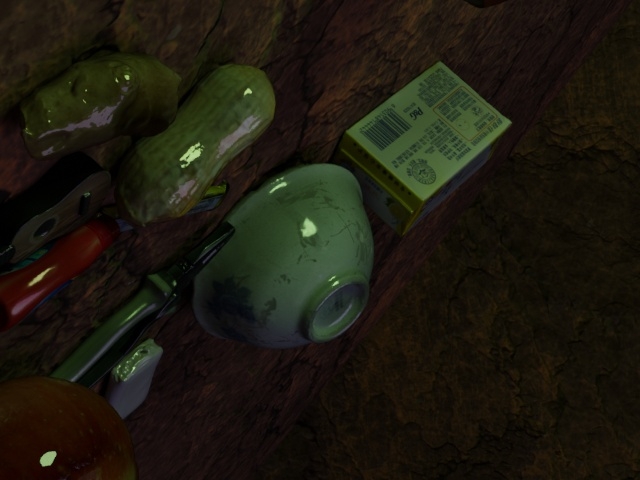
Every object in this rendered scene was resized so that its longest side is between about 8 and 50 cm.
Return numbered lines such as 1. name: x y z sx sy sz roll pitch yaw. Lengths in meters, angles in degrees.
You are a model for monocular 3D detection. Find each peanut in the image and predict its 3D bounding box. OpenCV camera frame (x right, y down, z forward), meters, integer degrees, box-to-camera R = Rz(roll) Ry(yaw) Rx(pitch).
1. peanut: -0.126 -0.096 1.160 0.207 0.087 0.087 -48 168 -12

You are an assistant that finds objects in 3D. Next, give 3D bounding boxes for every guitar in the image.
1. guitar: -0.292 0.015 1.021 0.271 0.038 0.084 -43 166 -35

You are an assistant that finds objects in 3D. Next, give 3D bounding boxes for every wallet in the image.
1. wallet: -0.279 0.211 1.689 0.095 0.033 0.190 -41 166 -39

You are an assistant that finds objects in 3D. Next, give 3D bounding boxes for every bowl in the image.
1. bowl: -0.018 0.059 1.643 0.313 0.146 0.313 -29 144 -24

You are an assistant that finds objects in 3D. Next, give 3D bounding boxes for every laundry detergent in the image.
1. laundry detergent: -0.262 0.027 1.121 0.097 0.049 0.165 -15 -162 47

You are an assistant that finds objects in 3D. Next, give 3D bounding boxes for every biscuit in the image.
1. biscuit: -0.181 -0.032 1.300 0.048 0.026 0.292 -51 167 22

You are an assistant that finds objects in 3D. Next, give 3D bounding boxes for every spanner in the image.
1. spanner: -0.228 0.093 1.486 0.325 0.040 0.096 -45 167 -13

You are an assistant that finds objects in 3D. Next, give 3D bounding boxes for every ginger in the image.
1. ginger: -0.179 -0.113 0.960 0.095 0.069 0.190 -60 163 25

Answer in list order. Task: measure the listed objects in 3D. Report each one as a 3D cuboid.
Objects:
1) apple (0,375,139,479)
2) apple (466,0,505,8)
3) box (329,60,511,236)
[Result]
1. apple: -0.338 0.275 1.289 0.272 0.206 0.251 -49 158 -11
2. apple: 0.172 -0.349 1.213 0.173 0.207 0.188 -12 -176 13
3. box: 0.157 -0.147 1.821 0.265 0.168 0.097 -42 169 -37
